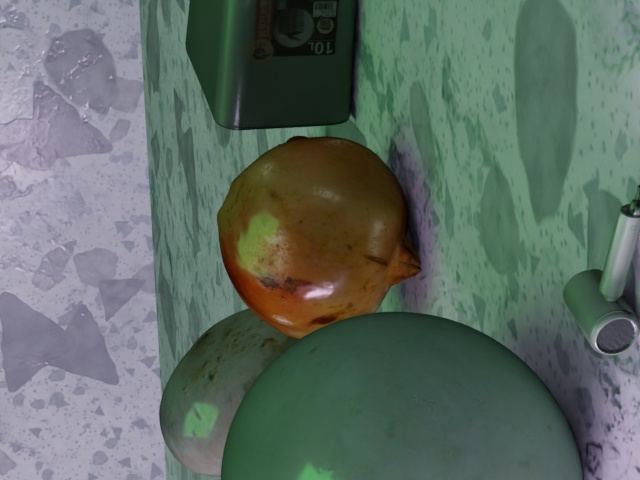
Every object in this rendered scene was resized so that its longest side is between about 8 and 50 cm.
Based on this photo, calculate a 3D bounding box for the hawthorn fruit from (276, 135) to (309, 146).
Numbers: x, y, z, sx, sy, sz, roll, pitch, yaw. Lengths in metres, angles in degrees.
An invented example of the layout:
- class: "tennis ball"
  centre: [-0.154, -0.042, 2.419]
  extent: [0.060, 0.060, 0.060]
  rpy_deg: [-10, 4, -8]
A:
- class: "hawthorn fruit"
  centre: [-0.024, -0.078, 2.042]
  extent: [0.093, 0.093, 0.093]
  rpy_deg: [174, 90, -77]

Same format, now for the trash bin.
- class: "trash bin"
  centre: [-0.053, -0.322, 1.876]
  extent: [0.223, 0.158, 0.343]
  rpy_deg: [-114, 23, -53]

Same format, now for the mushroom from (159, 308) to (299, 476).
- class: "mushroom"
  centre: [-0.071, 0.212, 2.141]
  extent: [0.243, 0.244, 0.243]
  rpy_deg: [174, 90, -77]

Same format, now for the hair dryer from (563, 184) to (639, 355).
- class: "hair dryer"
  centre: [0.206, 0.014, 1.191]
  extent: [0.063, 0.038, 0.124]
  rpy_deg: [-115, 29, -56]

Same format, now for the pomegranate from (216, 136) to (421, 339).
- class: "pomegranate"
  centre: [-0.005, -0.004, 1.723]
  extent: [0.209, 0.209, 0.209]
  rpy_deg: [174, 90, -77]

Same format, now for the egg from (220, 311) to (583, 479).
- class: "egg"
  centre: [0.061, 0.194, 1.343]
  extent: [0.389, 0.276, 0.276]
  rpy_deg: [-176, 80, -75]
